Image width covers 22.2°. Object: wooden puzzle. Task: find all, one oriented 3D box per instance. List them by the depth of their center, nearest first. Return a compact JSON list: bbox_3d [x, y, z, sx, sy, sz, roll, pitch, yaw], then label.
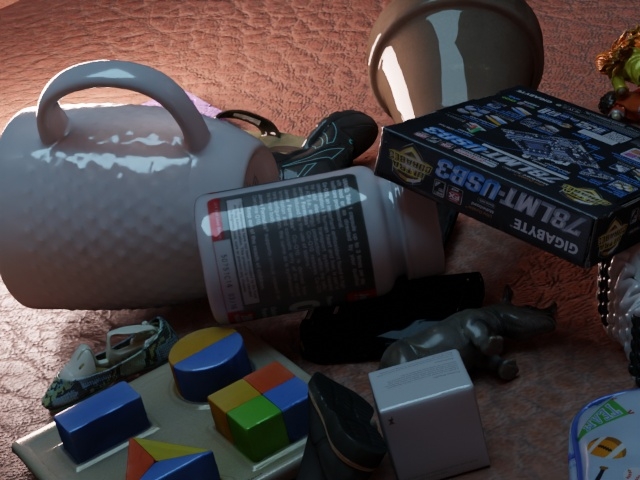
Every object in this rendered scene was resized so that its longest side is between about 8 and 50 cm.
[{"bbox_3d":[-0.155,0.205,1.833,0.322,0.080,0.348,-27,27,-22],"label":"wooden puzzle"}]

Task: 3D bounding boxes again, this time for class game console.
[{"bbox_3d":[0.113,0.039,2.061,0.213,0.044,0.361,-6,29,20],"label":"game console"}]

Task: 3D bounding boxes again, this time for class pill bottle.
[{"bbox_3d":[0.000,0.000,1.960,0.283,0.161,0.161,-10,25,0],"label":"pill bottle"}]

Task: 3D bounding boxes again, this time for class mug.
[{"bbox_3d":[-0.240,-0.079,2.131,0.328,0.374,0.276,0,44,16],"label":"mug"}]

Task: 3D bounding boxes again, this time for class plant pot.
[{"bbox_3d":[0.199,-0.206,2.316,0.263,0.263,0.229,-12,43,9],"label":"plant pot"}]

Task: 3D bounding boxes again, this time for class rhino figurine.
[{"bbox_3d":[0.171,0.116,1.835,0.243,0.073,0.106,-26,30,-24],"label":"rhino figurine"}]

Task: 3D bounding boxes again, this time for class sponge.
[{"bbox_3d":[-0.250,-0.208,2.791,0.117,0.031,0.210,-25,27,-19],"label":"sponge"}]

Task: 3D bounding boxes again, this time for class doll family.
[{"bbox_3d":[0.498,-0.267,2.370,0.263,0.118,0.163,-32,29,-30],"label":"doll family"}]

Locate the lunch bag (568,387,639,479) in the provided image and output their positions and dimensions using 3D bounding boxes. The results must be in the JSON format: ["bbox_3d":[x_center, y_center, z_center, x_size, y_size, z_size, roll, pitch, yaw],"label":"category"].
[{"bbox_3d":[0.364,0.228,1.450,0.303,0.115,0.243,-10,28,10],"label":"lunch bag"}]

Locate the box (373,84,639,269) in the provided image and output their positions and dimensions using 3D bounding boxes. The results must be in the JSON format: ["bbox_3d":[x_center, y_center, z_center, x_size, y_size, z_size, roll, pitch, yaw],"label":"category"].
[{"bbox_3d":[0.266,-0.084,1.892,0.295,0.073,0.293,25,30,32],"label":"box"}]

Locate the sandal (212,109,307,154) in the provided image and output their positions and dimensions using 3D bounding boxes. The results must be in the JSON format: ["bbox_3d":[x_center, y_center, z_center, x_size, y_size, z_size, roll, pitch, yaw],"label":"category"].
[{"bbox_3d":[-0.121,-0.164,2.560,0.302,0.086,0.120,5,32,38],"label":"sandal"}]

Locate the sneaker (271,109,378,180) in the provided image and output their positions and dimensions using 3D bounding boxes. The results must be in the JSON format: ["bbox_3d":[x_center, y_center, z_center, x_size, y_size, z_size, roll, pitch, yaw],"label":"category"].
[{"bbox_3d":[0.003,-0.101,2.383,0.106,0.101,0.267,32,49,30],"label":"sneaker"}]

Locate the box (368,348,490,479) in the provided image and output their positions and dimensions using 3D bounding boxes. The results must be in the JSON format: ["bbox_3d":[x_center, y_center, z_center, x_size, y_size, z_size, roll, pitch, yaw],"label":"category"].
[{"bbox_3d":[0.113,0.185,1.693,0.101,0.102,0.087,-15,23,-1],"label":"box"}]

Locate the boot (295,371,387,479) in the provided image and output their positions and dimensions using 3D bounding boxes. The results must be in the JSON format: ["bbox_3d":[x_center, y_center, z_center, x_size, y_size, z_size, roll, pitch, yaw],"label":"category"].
[{"bbox_3d":[-0.005,0.225,1.674,0.077,0.137,0.198,27,12,-11],"label":"boot"}]

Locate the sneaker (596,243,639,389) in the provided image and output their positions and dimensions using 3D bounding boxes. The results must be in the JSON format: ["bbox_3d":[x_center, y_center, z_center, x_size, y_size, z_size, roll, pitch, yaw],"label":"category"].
[{"bbox_3d":[0.376,0.071,1.790,0.118,0.110,0.292,-5,30,-4],"label":"sneaker"}]

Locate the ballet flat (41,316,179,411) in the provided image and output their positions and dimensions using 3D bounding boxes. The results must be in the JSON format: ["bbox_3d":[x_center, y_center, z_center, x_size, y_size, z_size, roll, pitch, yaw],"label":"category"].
[{"bbox_3d":[-0.269,0.147,2.036,0.188,0.070,0.070,-25,27,-18],"label":"ballet flat"}]
